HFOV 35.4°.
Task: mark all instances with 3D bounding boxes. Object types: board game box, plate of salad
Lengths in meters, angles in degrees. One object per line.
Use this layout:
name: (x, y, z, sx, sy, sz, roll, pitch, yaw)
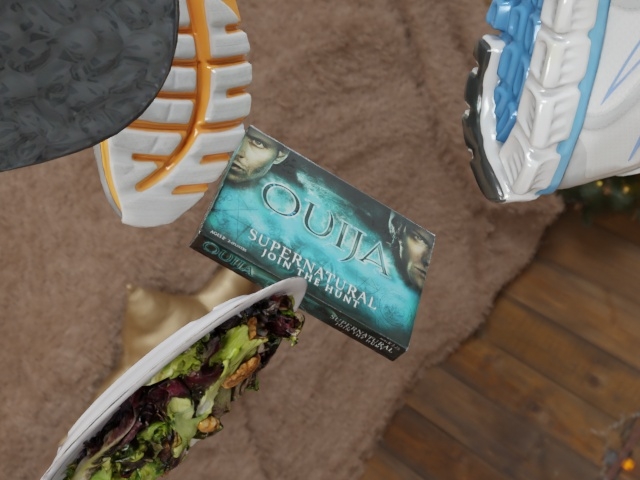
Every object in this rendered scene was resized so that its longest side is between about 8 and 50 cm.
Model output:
board game box: (0.000, 0.000, 0.798, 0.026, 0.186, 0.126, -46, -161, 47)
plate of salad: (-0.077, 0.095, 0.565, 0.200, 0.048, 0.200, -40, 168, -10)

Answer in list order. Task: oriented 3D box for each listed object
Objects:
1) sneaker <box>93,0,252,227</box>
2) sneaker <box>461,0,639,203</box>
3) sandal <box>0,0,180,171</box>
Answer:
sneaker: (-0.090, -0.114, 0.517, 0.084, 0.083, 0.215, -1, 95, -45)
sneaker: (0.109, -0.100, 0.342, 0.083, 0.071, 0.191, -3, 129, -18)
sandal: (-0.258, -0.139, 0.303, 0.445, 0.107, 0.168, 14, 102, -16)
